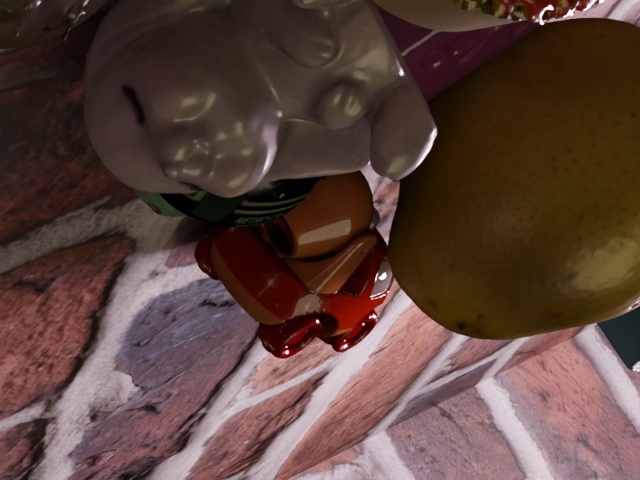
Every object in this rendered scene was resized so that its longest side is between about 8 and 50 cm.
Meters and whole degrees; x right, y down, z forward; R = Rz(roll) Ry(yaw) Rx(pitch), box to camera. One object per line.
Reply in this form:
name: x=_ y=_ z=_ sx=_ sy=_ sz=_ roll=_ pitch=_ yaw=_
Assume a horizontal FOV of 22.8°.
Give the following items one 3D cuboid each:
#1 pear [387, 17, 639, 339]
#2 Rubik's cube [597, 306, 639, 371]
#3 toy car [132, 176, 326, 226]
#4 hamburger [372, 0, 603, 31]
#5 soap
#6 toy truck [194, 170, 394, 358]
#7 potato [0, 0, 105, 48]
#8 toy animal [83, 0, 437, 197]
pear: x=0.266 y=-0.069 z=1.846 sx=0.418 sy=0.362 sz=0.362 roll=-49 pitch=162 yaw=3
Rubik's cube: x=0.583 y=-0.054 z=2.479 sx=0.347 sy=0.344 sz=0.346 roll=-16 pitch=157 yaw=-47
toy car: x=-0.056 y=-0.087 z=1.626 sx=0.305 sy=0.125 sz=0.136 roll=-11 pitch=153 yaw=-47
hamburger: x=0.111 y=-0.282 z=1.100 sx=0.276 sy=0.294 sz=0.179 roll=0 pitch=161 yaw=-40
soap: x=0.148 y=-0.238 z=1.632 sx=0.259 sy=0.081 sz=0.181 roll=-34 pitch=163 yaw=6
toy truck: x=0.000 y=0.000 z=1.880 sx=0.239 sy=0.189 sz=0.265 roll=-50 pitch=157 yaw=24
potato: x=-0.222 y=-0.202 z=0.983 sx=0.191 sy=0.141 sz=0.296 roll=-43 pitch=158 yaw=24
toy animal: x=-0.067 y=-0.133 z=1.326 sx=0.265 sy=0.206 sz=0.272 roll=-27 pitch=124 yaw=10
